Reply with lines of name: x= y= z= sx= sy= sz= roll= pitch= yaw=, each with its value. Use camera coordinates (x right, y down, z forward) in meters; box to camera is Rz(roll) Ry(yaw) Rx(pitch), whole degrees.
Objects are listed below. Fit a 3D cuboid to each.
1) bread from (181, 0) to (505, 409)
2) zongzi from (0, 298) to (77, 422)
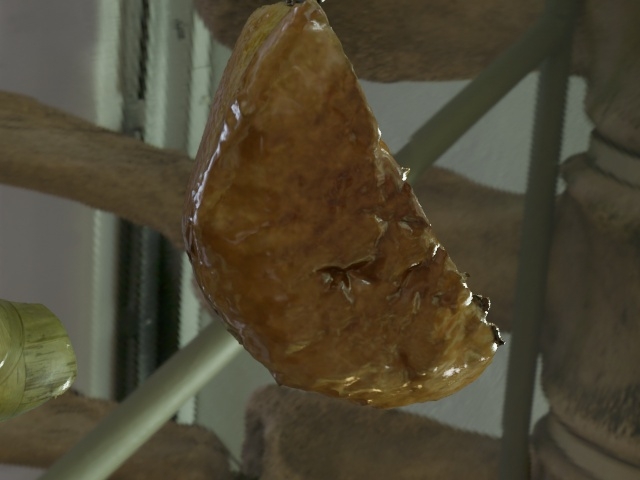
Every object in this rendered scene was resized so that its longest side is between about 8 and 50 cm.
bread: x=-0.010 y=0.000 z=0.695 sx=0.134 sy=0.129 sz=0.260 roll=-32 pitch=-65 yaw=-13
zongzi: x=-0.256 y=0.074 z=0.983 sx=0.256 sy=0.228 sz=0.115 roll=-37 pitch=-108 yaw=38
